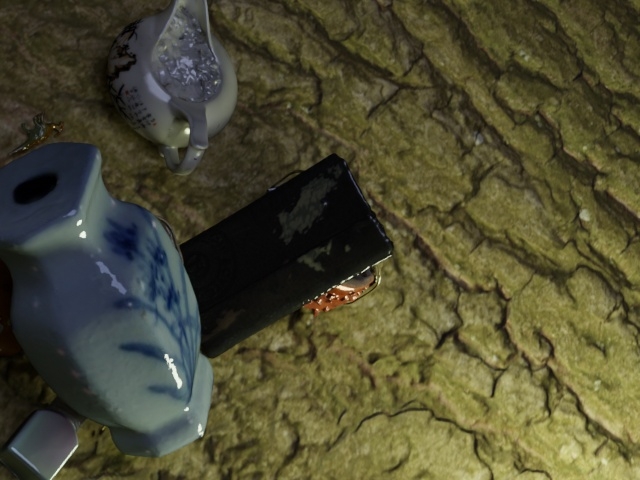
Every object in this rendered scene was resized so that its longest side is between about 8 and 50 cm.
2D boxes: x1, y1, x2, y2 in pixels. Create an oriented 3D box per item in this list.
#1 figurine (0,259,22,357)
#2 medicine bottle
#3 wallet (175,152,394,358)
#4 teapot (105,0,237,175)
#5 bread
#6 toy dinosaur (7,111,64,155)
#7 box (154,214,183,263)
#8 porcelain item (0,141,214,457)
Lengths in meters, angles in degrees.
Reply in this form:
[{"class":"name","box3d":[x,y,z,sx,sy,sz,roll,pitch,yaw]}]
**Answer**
[{"class":"figurine","box3d":[-0.461,0.078,1.752,0.271,0.143,0.143,4,67,-42]},{"class":"medicine bottle","box3d":[-0.358,0.259,1.792,0.074,0.055,0.118,42,54,-10]},{"class":"wallet","box3d":[-0.069,0.023,1.970,0.170,0.321,0.044,60,7,3]},{"class":"teapot","box3d":[-0.213,-0.230,2.055,0.208,0.166,0.300,14,51,-41]},{"class":"bread","box3d":[0.000,0.000,2.093,0.224,0.142,0.212,54,34,-3]},{"class":"toy dinosaur","box3d":[-0.411,-0.157,1.962,0.113,0.026,0.041,-34,107,-48]},{"class":"box","box3d":[-0.283,0.025,1.917,0.177,0.111,0.111,-11,76,-35]},{"class":"porcelain item","box3d":[-0.271,0.084,1.738,0.242,0.178,0.405,-86,156,-50]}]
